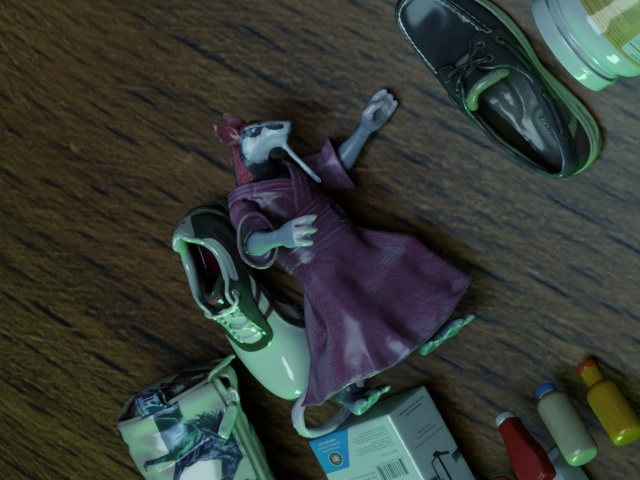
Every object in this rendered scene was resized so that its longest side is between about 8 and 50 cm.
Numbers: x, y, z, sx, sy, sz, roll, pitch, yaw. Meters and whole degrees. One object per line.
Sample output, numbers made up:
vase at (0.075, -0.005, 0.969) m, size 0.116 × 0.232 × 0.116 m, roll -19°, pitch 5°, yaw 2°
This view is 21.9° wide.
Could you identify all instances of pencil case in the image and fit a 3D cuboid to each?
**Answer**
pencil case at (-0.095, 0.349, 2.060) m, size 0.183 × 0.160 × 0.410 m, roll -26°, pitch 93°, yaw 49°

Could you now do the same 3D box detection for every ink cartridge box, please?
ink cartridge box at (0.102, 0.295, 1.985) m, size 0.148 × 0.086 × 0.203 m, roll -25°, pitch 95°, yaw 44°

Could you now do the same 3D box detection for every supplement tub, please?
supplement tub at (0.333, -0.260, 1.711) m, size 0.200 × 0.144 × 0.144 m, roll -36°, pitch 89°, yaw 28°

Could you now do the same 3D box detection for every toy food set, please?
toy food set at (0.256, 0.245, 1.917) m, size 0.232 × 0.111 × 0.104 m, roll -55°, pitch 49°, yaw 36°

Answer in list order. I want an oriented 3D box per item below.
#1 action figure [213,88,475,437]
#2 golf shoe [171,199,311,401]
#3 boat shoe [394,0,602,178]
action figure at (0.000, 0.000, 1.931) m, size 0.370 × 0.248 × 0.276 m, roll 50°, pitch 141°, yaw 5°
golf shoe at (-0.100, 0.087, 2.014) m, size 0.105 × 0.120 × 0.273 m, roll -29°, pitch 93°, yaw 26°
boat shoe at (0.189, -0.178, 1.826) m, size 0.285 × 0.092 × 0.103 m, roll 47°, pitch 117°, yaw 5°
